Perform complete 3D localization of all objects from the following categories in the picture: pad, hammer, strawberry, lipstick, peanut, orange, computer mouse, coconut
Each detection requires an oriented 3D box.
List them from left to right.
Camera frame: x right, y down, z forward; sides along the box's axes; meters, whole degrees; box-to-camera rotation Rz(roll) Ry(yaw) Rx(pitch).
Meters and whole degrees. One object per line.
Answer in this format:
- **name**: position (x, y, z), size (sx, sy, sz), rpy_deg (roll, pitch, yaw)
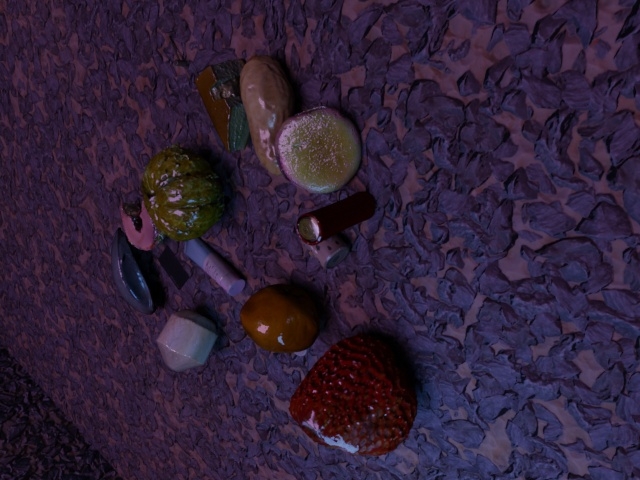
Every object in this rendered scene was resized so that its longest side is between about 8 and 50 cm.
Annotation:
- **computer mouse**: position (-0.770, 0.136, 1.938), size (0.373, 0.114, 0.203), rpy_deg (69, 160, -6)
- **pad**: position (-0.571, 0.107, 1.882), size (0.157, 0.003, 0.112), rpy_deg (52, 130, 10)
- **hammer**: position (-0.454, -0.591, 1.515), size (0.019, 0.036, 0.110), rpy_deg (-35, 75, 40)
- **orange**: position (-0.437, -0.150, 1.542), size (0.300, 0.223, 0.301), rpy_deg (-36, 78, 45)
- **coconut**: position (-0.492, 0.370, 1.770), size (0.202, 0.202, 0.221), rpy_deg (13, 70, 34)
- **peanut**: position (-0.131, -0.330, 1.286), size (0.148, 0.148, 0.318), rpy_deg (-2, 102, 39)
- **orange**: position (-0.124, 0.224, 1.438), size (0.249, 0.249, 0.183), rpy_deg (6, 94, 37)
- **lipstick**: position (0.043, -0.057, 1.182), size (0.080, 0.241, 0.080), rpy_deg (15, 116, 34)
- **strawberry**: position (0.086, 0.407, 1.254), size (0.312, 0.351, 0.267), rpy_deg (35, 117, 30)

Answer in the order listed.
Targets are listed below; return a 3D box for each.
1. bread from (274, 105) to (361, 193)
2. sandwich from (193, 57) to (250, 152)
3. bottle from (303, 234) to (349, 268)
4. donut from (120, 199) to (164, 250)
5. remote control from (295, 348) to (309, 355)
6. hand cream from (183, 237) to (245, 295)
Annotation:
- **bread**: position (-0.008, -0.225, 1.229), size (0.229, 0.033, 0.228), rpy_deg (3, 114, 6)
- **sandwich**: position (-0.252, -0.380, 1.377), size (0.128, 0.122, 0.235), rpy_deg (-18, 97, 45)
- **bottle**: position (0.001, -0.001, 1.341), size (0.152, 0.099, 0.098), rpy_deg (47, 129, 23)
- **donut**: position (-0.660, -0.061, 1.835), size (0.233, 0.085, 0.198), rpy_deg (1, 106, 38)
- **remote control**: position (-0.134, 0.295, 1.599), size (0.245, 0.022, 0.077), rpy_deg (31, 121, 26)
- **hand cream**: position (-0.384, 0.079, 1.700), size (0.312, 0.070, 0.111), rpy_deg (39, 128, 30)
